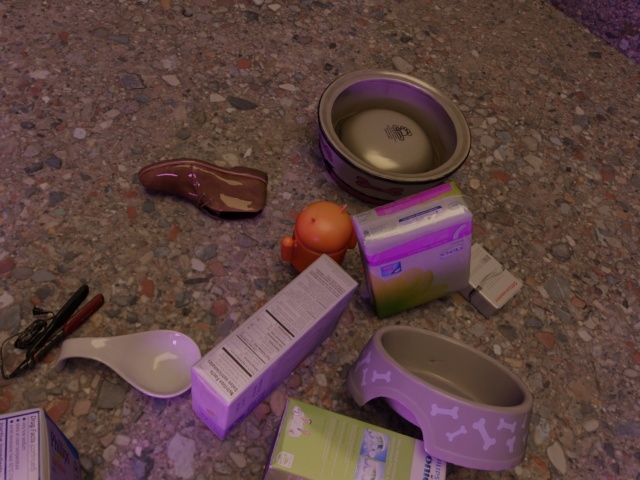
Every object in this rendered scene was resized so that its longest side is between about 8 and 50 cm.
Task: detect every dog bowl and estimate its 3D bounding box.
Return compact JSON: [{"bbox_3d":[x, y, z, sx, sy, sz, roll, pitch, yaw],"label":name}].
[{"bbox_3d":[0.228,0.270,1.033,0.348,0.102,0.349,17,13,-4],"label":"dog bowl"},{"bbox_3d":[0.180,-0.266,1.480,0.407,0.150,0.408,6,55,-8],"label":"dog bowl"}]

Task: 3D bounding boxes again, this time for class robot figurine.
[{"bbox_3d":[0.002,-0.001,1.220,0.157,0.219,0.128,17,55,1],"label":"robot figurine"}]

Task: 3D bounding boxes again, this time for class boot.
[{"bbox_3d":[-0.277,-0.117,1.316,0.305,0.112,0.115,5,66,-11],"label":"boot"}]

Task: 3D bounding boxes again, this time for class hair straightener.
[{"bbox_3d":[-0.544,0.174,1.102,0.089,0.047,0.230,32,61,10],"label":"hair straightener"}]

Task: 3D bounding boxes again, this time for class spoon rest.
[{"bbox_3d":[-0.369,0.230,1.071,0.276,0.084,0.137,6,56,-7],"label":"spoon rest"}]

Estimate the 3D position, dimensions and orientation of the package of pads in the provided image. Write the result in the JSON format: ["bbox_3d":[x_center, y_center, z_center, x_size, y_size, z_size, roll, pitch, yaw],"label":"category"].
[{"bbox_3d":[0.202,0.026,1.171,0.229,0.297,0.101,-19,52,-2],"label":"package of pads"}]

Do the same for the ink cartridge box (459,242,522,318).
[{"bbox_3d":[0.388,0.096,1.332,0.109,0.063,0.150,-34,69,-28],"label":"ink cartridge box"}]

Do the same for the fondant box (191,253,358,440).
[{"bbox_3d":[-0.090,0.203,1.054,0.096,0.238,0.330,42,59,15],"label":"fondant box"}]

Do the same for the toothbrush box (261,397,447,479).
[{"bbox_3d":[0.050,0.401,0.970,0.283,0.206,0.122,17,55,-1],"label":"toothbrush box"}]

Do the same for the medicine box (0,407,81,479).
[{"bbox_3d":[-0.530,0.384,0.824,0.289,0.264,0.149,-8,59,-16],"label":"medicine box"}]
